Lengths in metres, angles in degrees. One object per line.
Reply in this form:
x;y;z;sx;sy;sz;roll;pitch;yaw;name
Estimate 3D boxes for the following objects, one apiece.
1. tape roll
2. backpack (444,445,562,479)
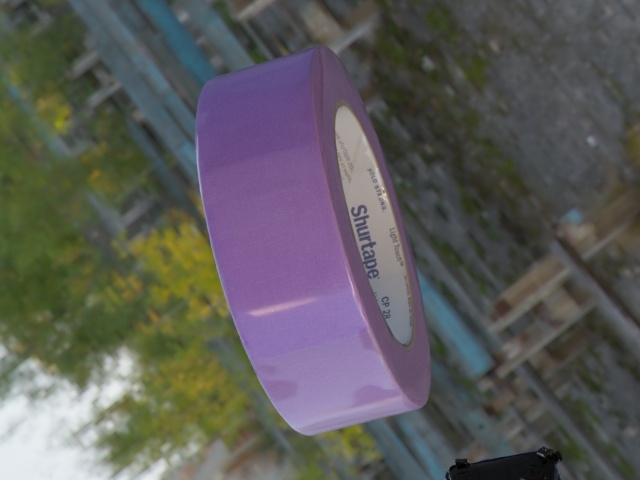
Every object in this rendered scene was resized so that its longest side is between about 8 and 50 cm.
0.000;0.000;1.127;0.275;0.090;0.275;-15;-90;-79;tape roll
0.158;0.245;1.282;0.114;0.105;0.084;-82;-25;-47;backpack
